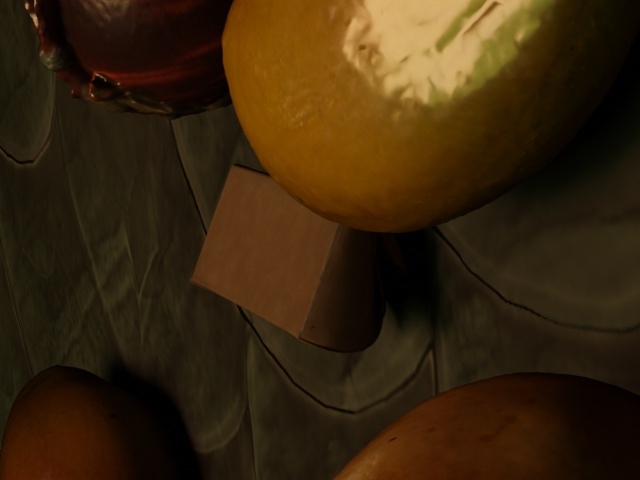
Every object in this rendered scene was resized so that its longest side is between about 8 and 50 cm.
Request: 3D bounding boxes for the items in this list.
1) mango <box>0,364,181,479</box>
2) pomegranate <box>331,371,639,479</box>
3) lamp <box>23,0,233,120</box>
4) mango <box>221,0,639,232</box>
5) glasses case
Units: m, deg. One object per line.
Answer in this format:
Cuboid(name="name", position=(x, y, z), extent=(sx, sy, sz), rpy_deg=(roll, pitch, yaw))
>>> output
Cuboid(name="mango", position=(-0.190, 0.196, 1.405), extent=(0.254, 0.139, 0.176), rpy_deg=(-164, 77, -74))
Cuboid(name="pomegranate", position=(0.079, 0.151, 0.655), extent=(0.209, 0.209, 0.209), rpy_deg=(169, 90, -68))
Cuboid(name="lamp", position=(-0.064, -0.168, 0.922), extent=(0.151, 0.215, 0.223), rpy_deg=(47, 167, 29))
Cuboid(name="mango", position=(0.048, -0.101, 0.737), extent=(0.317, 0.119, 0.176), rpy_deg=(-33, 67, 57))
Cuboid(name="glasses case", position=(0.000, 0.000, 0.969), extent=(0.193, 0.070, 0.102), rpy_deg=(19, 90, 67))
